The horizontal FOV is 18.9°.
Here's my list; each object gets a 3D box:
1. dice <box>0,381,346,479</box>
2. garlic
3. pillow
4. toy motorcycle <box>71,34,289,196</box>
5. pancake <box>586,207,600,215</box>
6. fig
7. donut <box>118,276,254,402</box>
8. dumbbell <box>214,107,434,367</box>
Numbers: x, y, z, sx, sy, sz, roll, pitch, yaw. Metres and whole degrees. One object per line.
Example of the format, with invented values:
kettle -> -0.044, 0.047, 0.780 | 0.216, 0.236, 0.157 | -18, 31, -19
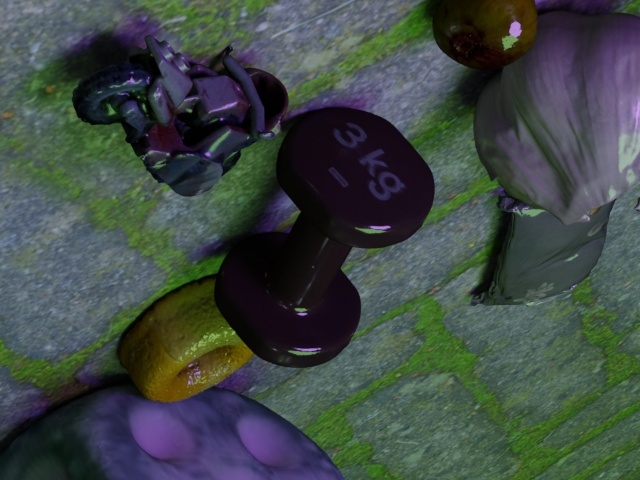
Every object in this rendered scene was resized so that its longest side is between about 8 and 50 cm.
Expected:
dice -> -0.149, 0.364, 1.892 | 0.330, 0.348, 0.328 | 8, 128, -45
garlic -> 0.230, -0.124, 1.665 | 0.229, 0.178, 0.143 | -16, 138, 22
pillow -> 0.250, 0.000, 2.050 | 0.169, 0.059, 0.255 | -22, 155, -13
toy motorcycle -> -0.097, -0.098, 1.449 | 0.122, 0.082, 0.213 | -34, 156, 10
pancake -> 0.288, -0.112, 1.785 | 0.266, 0.057, 0.244 | -55, 176, 40
fig -> 0.143, -0.186, 1.575 | 0.098, 0.082, 0.084 | -50, 174, -35
donut -> -0.119, 0.099, 1.827 | 0.152, 0.058, 0.152 | -24, 156, -11
dumbbell -> 0.000, 0.000, 1.675 | 0.124, 0.140, 0.225 | -24, 157, -37
